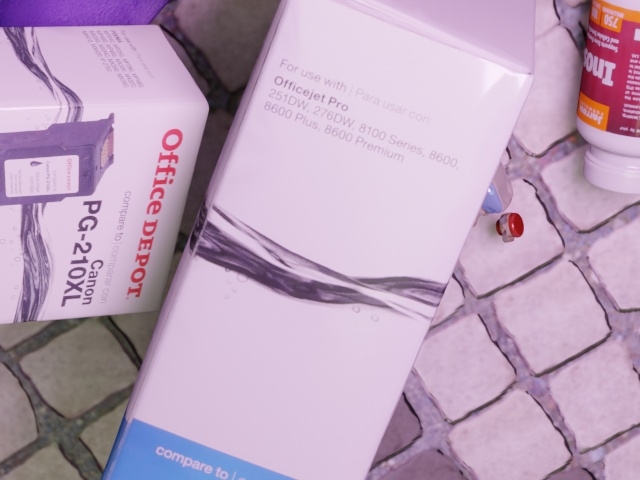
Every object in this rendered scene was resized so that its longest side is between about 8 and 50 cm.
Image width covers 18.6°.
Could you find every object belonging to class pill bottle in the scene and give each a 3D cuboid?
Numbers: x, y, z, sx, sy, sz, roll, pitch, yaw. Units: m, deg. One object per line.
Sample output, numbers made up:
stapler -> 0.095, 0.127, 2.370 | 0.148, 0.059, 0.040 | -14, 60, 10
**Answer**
pill bottle -> 0.232, -0.115, 1.425 | 0.086, 0.086, 0.152 | 2, 112, -7

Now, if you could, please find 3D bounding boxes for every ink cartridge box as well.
ink cartridge box -> 0.000, 0.000, 1.327 | 0.166, 0.285, 0.395 | 21, 110, -2
ink cartridge box -> -0.207, -0.040, 1.246 | 0.237, 0.100, 0.172 | -4, 128, -28

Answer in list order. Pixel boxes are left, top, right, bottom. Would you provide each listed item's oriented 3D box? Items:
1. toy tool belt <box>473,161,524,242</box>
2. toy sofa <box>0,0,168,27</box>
toy tool belt -> 0.116, -0.036, 1.472 | 0.051, 0.052, 0.083 | -11, 114, 33
toy sofa -> -0.243, -0.097, 1.332 | 0.150, 0.177, 0.362 | 36, 104, -19
